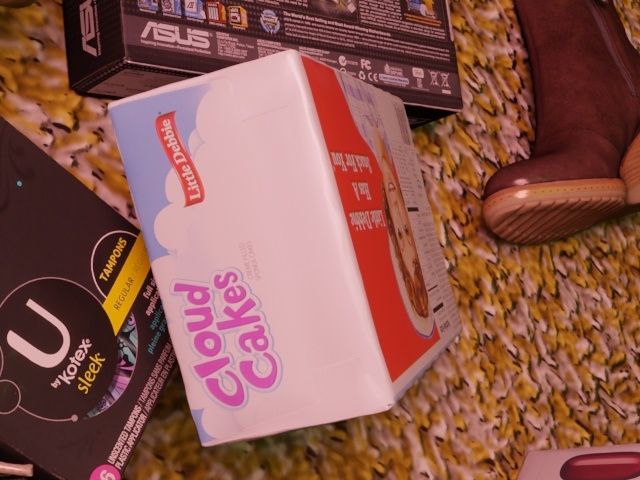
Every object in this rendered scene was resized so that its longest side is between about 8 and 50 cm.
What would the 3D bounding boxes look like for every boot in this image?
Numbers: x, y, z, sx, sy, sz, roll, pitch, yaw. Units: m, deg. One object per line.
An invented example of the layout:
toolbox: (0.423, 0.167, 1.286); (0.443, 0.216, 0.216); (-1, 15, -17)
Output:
boot: (0.179, -0.111, 0.897); (0.248, 0.090, 0.207); (-10, 74, -42)

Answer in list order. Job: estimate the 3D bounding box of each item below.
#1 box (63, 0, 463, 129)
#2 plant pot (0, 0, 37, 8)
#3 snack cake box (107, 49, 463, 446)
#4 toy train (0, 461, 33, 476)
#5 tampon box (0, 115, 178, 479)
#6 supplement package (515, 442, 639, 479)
box: (-0.032, -0.187, 0.724); (0.270, 0.060, 0.216); (1, 77, -42)
plant pot: (-0.236, -0.236, 0.444); (0.253, 0.276, 0.276); (-3, 80, -30)
snack cake box: (0.000, 0.000, 0.597); (0.264, 0.089, 0.152); (-8, 84, -77)
toy train: (-0.239, 0.120, 0.406); (0.248, 0.105, 0.143); (19, 77, -22)
tampon box: (-0.155, 0.030, 0.525); (0.161, 0.101, 0.120); (41, 55, -27)
supplement package: (0.195, 0.293, 0.741); (0.204, 0.145, 0.262); (50, 51, -21)
